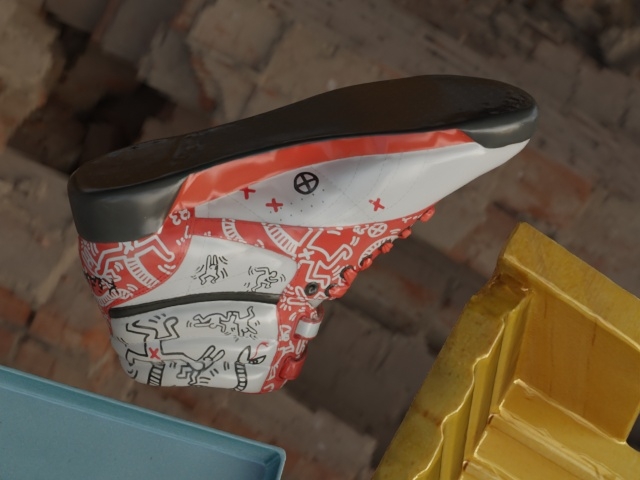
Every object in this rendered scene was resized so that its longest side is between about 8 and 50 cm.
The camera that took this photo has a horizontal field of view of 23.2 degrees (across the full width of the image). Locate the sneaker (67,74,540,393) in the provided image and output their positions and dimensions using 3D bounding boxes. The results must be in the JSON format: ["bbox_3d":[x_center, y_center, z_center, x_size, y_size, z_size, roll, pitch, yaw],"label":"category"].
[{"bbox_3d":[-0.001,0.000,0.899,0.270,0.145,0.090,-14,26,-9],"label":"sneaker"}]

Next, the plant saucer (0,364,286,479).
[{"bbox_3d":[-0.115,0.102,0.715,0.192,0.018,0.067,18,67,-7],"label":"plant saucer"}]

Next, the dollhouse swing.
[{"bbox_3d":[0.168,0.245,0.949,0.305,0.315,0.347,27,72,13],"label":"dollhouse swing"}]
